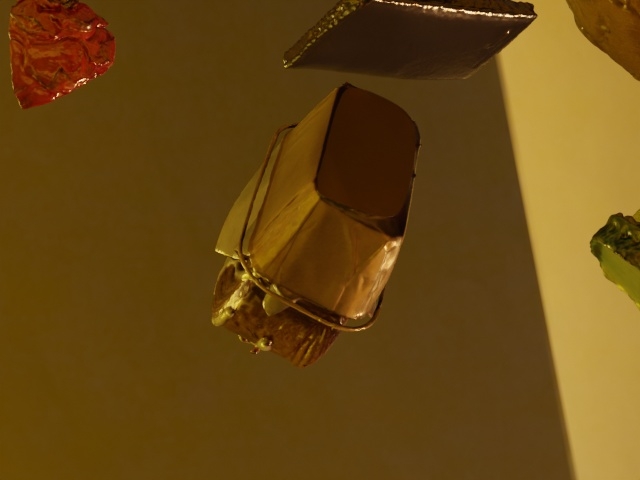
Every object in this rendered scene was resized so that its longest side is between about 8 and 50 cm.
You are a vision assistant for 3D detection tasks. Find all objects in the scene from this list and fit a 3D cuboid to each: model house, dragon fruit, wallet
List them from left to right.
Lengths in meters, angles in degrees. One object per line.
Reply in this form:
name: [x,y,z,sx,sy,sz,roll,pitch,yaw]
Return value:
dragon fruit: [-0.256,-0.210,1.738,0.083,0.162,0.106,-3,-62,21]
wallet: [0.088,-0.189,1.623,0.244,0.025,0.124,-2,-27,-43]
model house: [0.441,0.009,1.969,0.189,0.214,0.195,-42,-24,-4]

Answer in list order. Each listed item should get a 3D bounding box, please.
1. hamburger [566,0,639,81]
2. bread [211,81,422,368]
hamburger: [0.301,-0.180,1.273,0.309,0.132,0.211,26,-23,-14]
bread: [0.000,0.000,1.403,0.142,0.224,0.212,26,-52,-9]
